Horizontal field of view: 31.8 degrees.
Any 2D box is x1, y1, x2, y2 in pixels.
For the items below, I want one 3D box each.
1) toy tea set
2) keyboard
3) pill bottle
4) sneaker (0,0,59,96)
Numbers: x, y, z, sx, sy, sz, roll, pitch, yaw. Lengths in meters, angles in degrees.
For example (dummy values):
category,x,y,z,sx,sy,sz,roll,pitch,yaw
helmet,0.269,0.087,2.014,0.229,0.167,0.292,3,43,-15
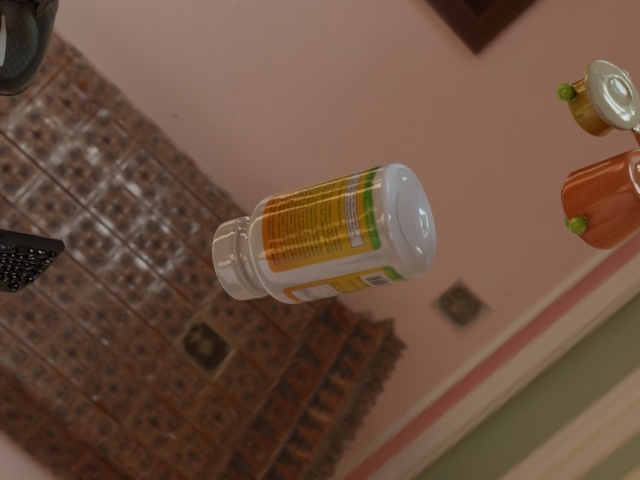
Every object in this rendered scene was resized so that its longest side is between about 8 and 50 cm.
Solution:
category,x,y,z,sx,sy,sz,roll,pitch,yaw
toy tea set,0.387,-0.072,1.303,0.124,0.336,0.200,-34,-128,48
keyboard,-0.288,0.025,0.846,0.100,0.192,0.038,-38,-119,27
pill bottle,0.000,0.000,1.333,0.245,0.136,0.136,-13,-148,27
sneaker,-0.371,-0.394,1.420,0.202,0.185,0.483,54,-49,47
